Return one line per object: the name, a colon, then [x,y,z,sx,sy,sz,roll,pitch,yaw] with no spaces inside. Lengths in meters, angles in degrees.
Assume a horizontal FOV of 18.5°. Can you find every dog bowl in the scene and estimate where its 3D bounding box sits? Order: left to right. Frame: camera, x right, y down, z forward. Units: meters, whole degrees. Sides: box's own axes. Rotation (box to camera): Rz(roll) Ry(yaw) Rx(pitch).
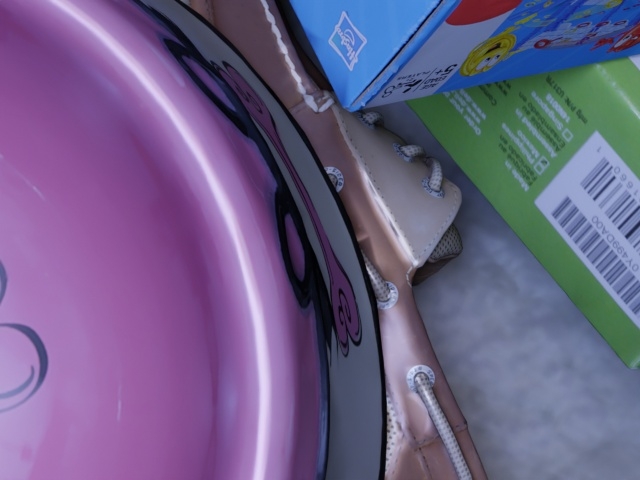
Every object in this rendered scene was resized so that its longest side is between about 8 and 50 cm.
dog bowl: [-0.177,0.060,0.688,0.408,0.150,0.408,0,83,-1]

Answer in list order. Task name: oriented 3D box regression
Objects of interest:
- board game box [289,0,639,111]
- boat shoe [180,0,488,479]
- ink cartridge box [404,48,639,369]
board game box: [0.084,-0.221,0.773,0.302,0.086,0.308,-13,69,-34]
boat shoe: [0.000,0.000,0.834,0.116,0.123,0.324,-13,85,-5]
ink cartridge box: [0.177,-0.085,0.863,0.255,0.097,0.189,-28,74,-39]
